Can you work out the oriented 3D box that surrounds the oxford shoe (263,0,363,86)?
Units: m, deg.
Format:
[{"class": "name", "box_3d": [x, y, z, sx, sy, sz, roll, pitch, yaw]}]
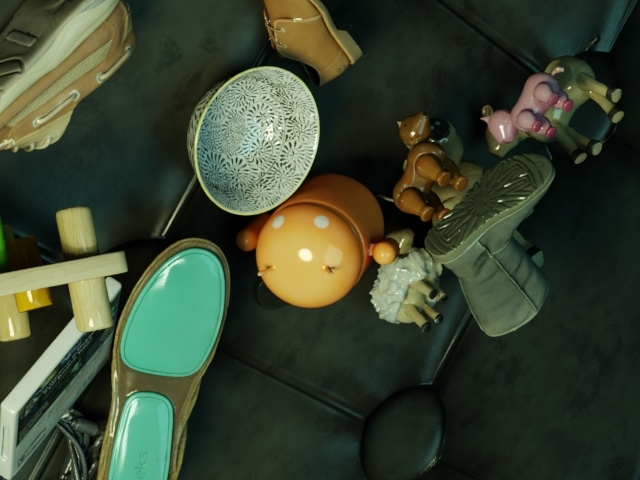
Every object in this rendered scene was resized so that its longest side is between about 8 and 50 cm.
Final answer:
[{"class": "oxford shoe", "box_3d": [-0.034, -0.249, 2.088, 0.076, 0.076, 0.212, -45, 128, -2]}]

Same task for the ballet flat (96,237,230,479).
[{"class": "ballet flat", "box_3d": [-0.180, 0.144, 2.086, 0.116, 0.124, 0.342, 9, 106, -8]}]

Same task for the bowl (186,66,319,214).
[{"class": "bowl", "box_3d": [-0.091, -0.121, 2.082, 0.170, 0.080, 0.170, -15, 116, -34]}]

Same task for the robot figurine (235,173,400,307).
[{"class": "robot figurine", "box_3d": [0.002, 0.000, 2.132, 0.158, 0.219, 0.128, 41, 116, -2]}]

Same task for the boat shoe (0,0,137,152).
[{"class": "boat shoe", "box_3d": [-0.305, -0.140, 1.883, 0.324, 0.123, 0.116, -44, 130, -15]}]

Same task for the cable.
[{"class": "cable", "box_3d": [-0.326, 0.264, 2.064, 0.150, 0.047, 0.184, 36, 84, -41]}]

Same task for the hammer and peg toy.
[{"class": "hammer and peg toy", "box_3d": [-0.403, 0.057, 1.806, 0.361, 0.266, 0.127, -11, 91, -34]}]

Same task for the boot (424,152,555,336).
[{"class": "boot", "box_3d": [0.230, 0.010, 2.185, 0.189, 0.076, 0.208, -37, 135, 8]}]

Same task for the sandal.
[{"class": "sandal", "box_3d": [0.003, 0.044, 2.244, 0.179, 0.040, 0.067, -23, 119, -30]}]

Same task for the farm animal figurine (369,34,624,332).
[{"class": "farm animal figurine", "box_3d": [0.194, -0.082, 2.273, 0.330, 0.172, 0.327, -22, 134, -29]}]

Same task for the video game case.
[{"class": "video game case", "box_3d": [-0.280, 0.148, 1.976, 0.190, 0.022, 0.173, -52, 170, -31]}]
